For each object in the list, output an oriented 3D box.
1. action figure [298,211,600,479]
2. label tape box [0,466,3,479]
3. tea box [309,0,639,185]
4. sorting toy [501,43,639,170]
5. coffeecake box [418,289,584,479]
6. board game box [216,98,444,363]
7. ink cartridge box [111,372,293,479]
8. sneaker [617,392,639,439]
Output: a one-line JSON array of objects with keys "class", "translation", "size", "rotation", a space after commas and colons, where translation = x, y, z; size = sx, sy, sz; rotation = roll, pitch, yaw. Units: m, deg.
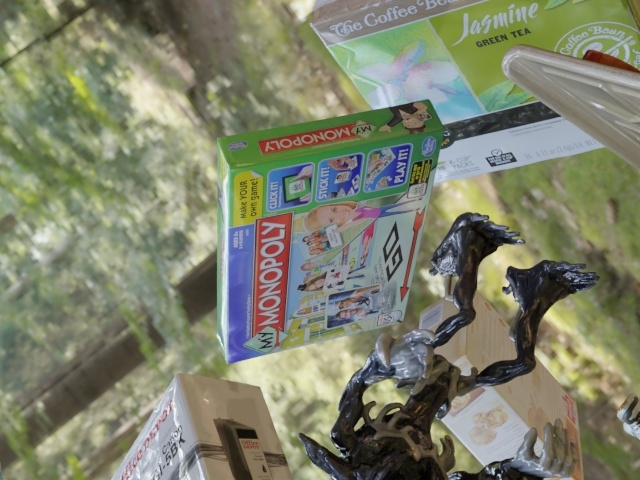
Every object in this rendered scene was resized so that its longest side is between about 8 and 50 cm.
[{"class": "action figure", "translation": [0.092, 0.115, 0.845], "size": [0.164, 0.276, 0.141], "rotation": [33, 160, -13]}, {"class": "label tape box", "translation": [-0.363, 0.398, 1.144], "size": [0.115, 0.249, 0.348], "rotation": [54, -164, -70]}, {"class": "tea box", "translation": [0.213, -0.264, 1.359], "size": [0.328, 0.220, 0.323], "rotation": [-13, 141, 28]}, {"class": "sorting toy", "translation": [0.314, -0.071, 0.927], "size": [0.307, 0.041, 0.229], "rotation": [28, 179, -32]}, {"class": "coffeecake box", "translation": [0.177, 0.154, 1.163], "size": [0.185, 0.068, 0.142], "rotation": [47, -156, -15]}, {"class": "board game box", "translation": [0.000, 0.000, 1.215], "size": [0.317, 0.213, 0.046], "rotation": [96, 156, -51]}, {"class": "ink cartridge box", "translation": [-0.058, 0.151, 0.609], "size": [0.056, 0.099, 0.135], "rotation": [15, -149, -32]}, {"class": "sneaker", "translation": [0.332, 0.185, 1.216], "size": [0.037, 0.032, 0.083], "rotation": [36, 173, 35]}]
